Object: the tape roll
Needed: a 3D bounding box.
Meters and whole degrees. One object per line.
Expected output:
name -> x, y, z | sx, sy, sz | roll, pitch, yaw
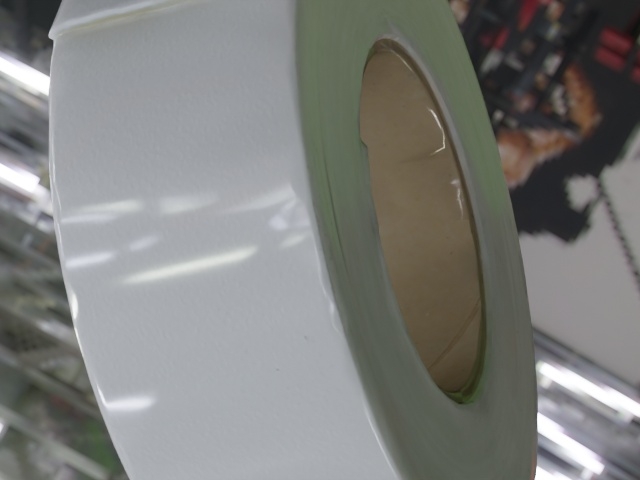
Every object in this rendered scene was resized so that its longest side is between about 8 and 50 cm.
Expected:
tape roll -> 0.000, 0.000, 0.757 | 0.100, 0.286, 0.286 | -12, 171, 20
